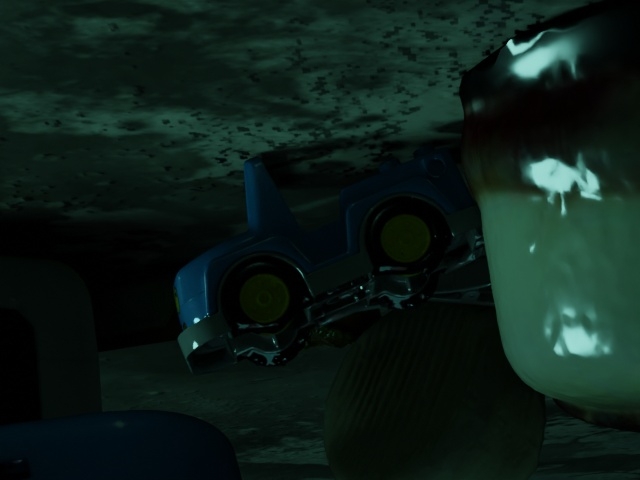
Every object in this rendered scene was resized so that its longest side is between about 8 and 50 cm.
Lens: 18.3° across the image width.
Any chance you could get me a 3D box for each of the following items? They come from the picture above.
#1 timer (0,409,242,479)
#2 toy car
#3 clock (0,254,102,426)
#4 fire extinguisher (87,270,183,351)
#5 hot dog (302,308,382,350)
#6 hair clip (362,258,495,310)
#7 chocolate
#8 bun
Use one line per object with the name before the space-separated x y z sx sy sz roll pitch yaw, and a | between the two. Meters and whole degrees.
timer | -0.207 0.212 1.236 0.309 0.115 0.340 -9 157 -16
toy car | 0.000 0.000 1.106 0.191 0.100 0.097 -24 167 -5
clock | -0.323 0.121 1.312 0.235 0.166 0.309 6 159 -37
fire extinguisher | -0.127 0.048 1.349 0.177 0.050 0.062 -9 -156 22
hot dog | 0.007 0.063 1.461 0.056 0.041 0.133 -10 166 20
hair clip | 0.071 0.029 1.380 0.115 0.030 0.039 -5 148 -7
chocolate | 0.207 0.003 0.973 0.283 0.186 0.283 -5 166 -1
bun | 0.093 0.129 1.427 0.173 0.166 0.113 -47 131 5
